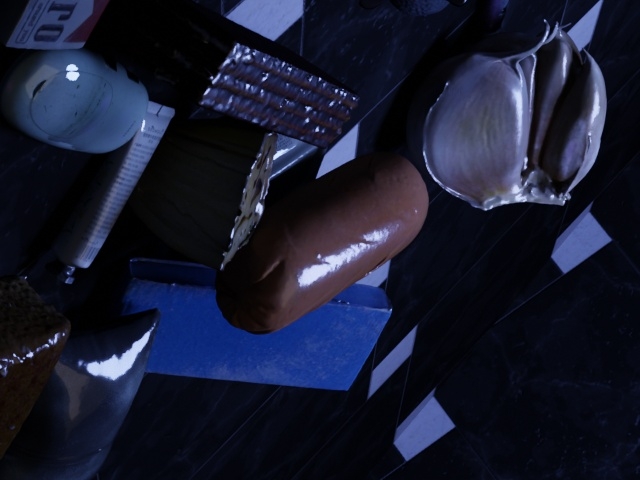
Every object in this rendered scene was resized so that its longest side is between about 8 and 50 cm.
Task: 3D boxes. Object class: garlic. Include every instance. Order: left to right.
[{"bbox_3d":[0.242,-0.160,2.423,0.210,0.237,0.292,-47,137,-48],"label":"garlic"}]

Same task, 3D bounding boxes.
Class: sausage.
[{"bbox_3d":[0.000,0.000,2.008,0.304,0.121,0.121,-33,155,-48],"label":"sausage"}]

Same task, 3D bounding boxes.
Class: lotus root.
[{"bbox_3d":[-0.111,-0.053,1.869,0.159,0.135,0.095,-57,164,-16],"label":"lotus root"}]

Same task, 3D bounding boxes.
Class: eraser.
[{"bbox_3d":[-0.088,0.095,2.074,0.312,0.042,0.144,7,131,-24],"label":"eraser"}]

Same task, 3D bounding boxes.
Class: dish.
[{"bbox_3d":[-0.068,-0.075,2.023,0.212,0.077,0.151,-36,159,-41],"label":"dish"}]

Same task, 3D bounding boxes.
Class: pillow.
[{"bbox_3d":[-0.270,0.181,1.978,0.186,0.106,0.250,-15,140,-47],"label":"pillow"}]

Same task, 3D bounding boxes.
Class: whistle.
[{"bbox_3d":[0.225,-0.320,2.364,0.033,0.033,0.176,-44,163,-24],"label":"whistle"}]

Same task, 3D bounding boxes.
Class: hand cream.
[{"bbox_3d":[-0.203,-0.048,1.795,0.194,0.042,0.067,-59,155,7],"label":"hand cream"}]

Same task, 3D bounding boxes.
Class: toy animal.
[{"bbox_3d":[0.093,-0.299,2.021,0.210,0.121,0.117,-51,133,-84],"label":"toy animal"}]

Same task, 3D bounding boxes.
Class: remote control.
[{"bbox_3d":[-0.206,-0.119,1.618,0.097,0.045,0.256,-51,166,7],"label":"remote control"}]

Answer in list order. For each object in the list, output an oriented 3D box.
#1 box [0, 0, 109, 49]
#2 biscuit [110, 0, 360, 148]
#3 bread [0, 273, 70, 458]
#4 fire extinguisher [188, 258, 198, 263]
[{"bbox_3d":[-0.182,-0.231,1.456,0.177,0.036,0.115,-57,163,18],"label":"box"},{"bbox_3d":[-0.070,-0.159,1.783,0.073,0.107,0.388,-56,163,7],"label":"biscuit"},{"bbox_3d":[-0.391,0.221,1.732,0.416,0.113,0.165,-57,162,22],"label":"bread"},{"bbox_3d":[-0.069,0.058,2.287,0.200,0.113,0.376,-27,168,15],"label":"fire extinguisher"}]
